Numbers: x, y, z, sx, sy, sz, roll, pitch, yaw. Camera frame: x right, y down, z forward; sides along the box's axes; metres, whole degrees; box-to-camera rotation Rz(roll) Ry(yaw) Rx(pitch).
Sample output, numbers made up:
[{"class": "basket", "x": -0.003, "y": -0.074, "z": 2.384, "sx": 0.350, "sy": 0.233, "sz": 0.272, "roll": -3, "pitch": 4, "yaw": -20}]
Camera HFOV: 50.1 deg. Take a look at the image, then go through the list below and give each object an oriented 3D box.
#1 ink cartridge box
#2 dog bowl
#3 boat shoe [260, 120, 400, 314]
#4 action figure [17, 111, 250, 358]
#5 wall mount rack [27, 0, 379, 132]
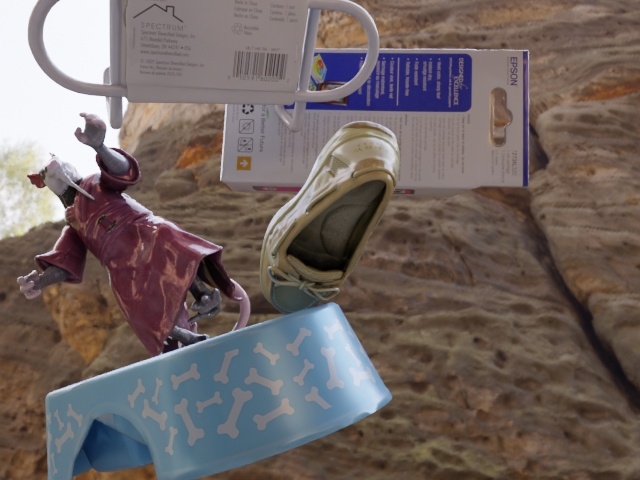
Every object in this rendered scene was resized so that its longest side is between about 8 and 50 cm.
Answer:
[{"class": "ink cartridge box", "x": 0.065, "y": -0.147, "z": 0.853, "sx": 0.371, "sy": 0.175, "sz": 0.069, "roll": 2, "pitch": -9, "yaw": 8}, {"class": "dog bowl", "x": -0.089, "y": 0.113, "z": 0.494, "sx": 0.297, "sy": 0.074, "sz": 0.166, "roll": -22, "pitch": -8, "yaw": 41}, {"class": "boat shoe", "x": 0.002, "y": 0.000, "z": 0.411, "sx": 0.056, "sy": 0.048, "sz": 0.153, "roll": 20, "pitch": -50, "yaw": -18}, {"class": "action figure", "x": -0.265, "y": -0.013, "z": 0.973, "sx": 0.248, "sy": 0.370, "sz": 0.276, "roll": -52, "pitch": -19, "yaw": 12}, {"class": "wall mount rack", "x": -0.111, "y": -0.263, "z": 0.699, "sx": 0.350, "sy": 0.130, "sz": 0.304, "roll": -2, "pitch": -57, "yaw": -20}]
